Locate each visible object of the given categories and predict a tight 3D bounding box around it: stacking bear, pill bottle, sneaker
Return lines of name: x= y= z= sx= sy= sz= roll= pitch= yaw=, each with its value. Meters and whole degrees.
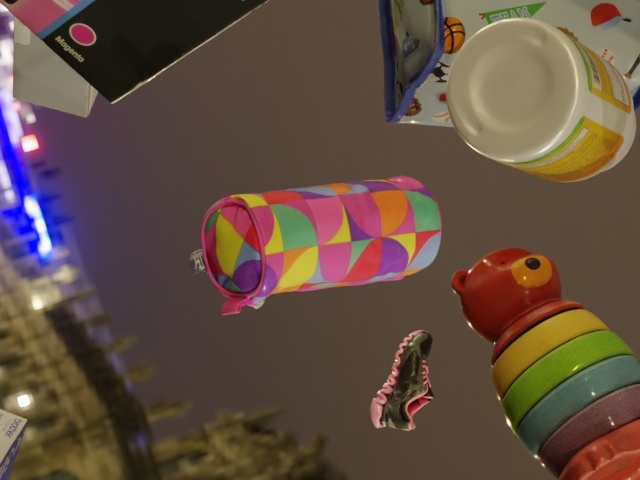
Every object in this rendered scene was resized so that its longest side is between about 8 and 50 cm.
stacking bear: x=0.252 y=0.130 z=1.765 sx=0.289 sy=0.175 sz=0.164 roll=59 pitch=-26 yaw=26
pill bottle: x=0.230 y=-0.130 z=1.639 sx=0.245 sy=0.136 sz=0.136 roll=12 pitch=53 yaw=-63
sneaker: x=0.100 y=0.151 z=1.759 sx=0.057 sy=0.119 sz=0.047 roll=13 pitch=-25 yaw=30

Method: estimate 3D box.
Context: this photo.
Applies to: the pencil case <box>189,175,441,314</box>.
pencil case: x=0.000 y=0.000 z=1.471 sx=0.104 sy=0.236 sz=0.104 roll=12 pitch=-74 yaw=46

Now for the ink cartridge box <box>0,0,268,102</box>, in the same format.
ink cartridge box: x=-0.106 y=-0.249 z=1.280 sx=0.176 sy=0.069 sz=0.371 roll=43 pitch=-46 yaw=-22

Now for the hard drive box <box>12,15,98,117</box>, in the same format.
hard drive box: x=-0.254 y=-0.282 z=1.803 sx=0.181 sy=0.089 sz=0.232 roll=104 pitch=1 yaw=-50

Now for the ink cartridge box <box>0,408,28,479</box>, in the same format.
ink cartridge box: x=-0.319 y=0.236 z=1.464 sx=0.207 sy=0.046 sz=0.097 roll=-72 pitch=-177 yaw=-67

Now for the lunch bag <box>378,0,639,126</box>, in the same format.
lunch bag: x=0.247 y=-0.349 z=2.090 sx=0.239 sy=0.328 sz=0.385 roll=127 pitch=-35 yaw=-61
